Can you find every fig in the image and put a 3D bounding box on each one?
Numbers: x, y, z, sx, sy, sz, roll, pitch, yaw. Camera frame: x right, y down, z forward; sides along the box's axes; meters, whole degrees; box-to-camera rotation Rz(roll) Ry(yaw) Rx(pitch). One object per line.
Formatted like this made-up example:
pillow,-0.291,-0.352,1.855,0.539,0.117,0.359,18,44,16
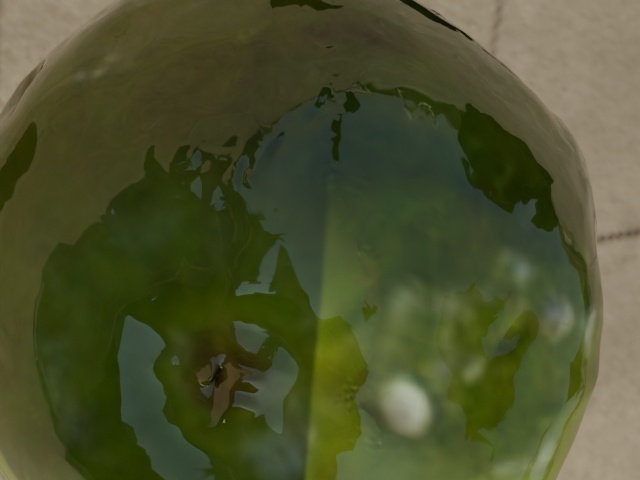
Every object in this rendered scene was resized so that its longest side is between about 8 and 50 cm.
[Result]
fig,-0.021,0.015,0.719,0.233,0.314,0.233,0,90,-9
